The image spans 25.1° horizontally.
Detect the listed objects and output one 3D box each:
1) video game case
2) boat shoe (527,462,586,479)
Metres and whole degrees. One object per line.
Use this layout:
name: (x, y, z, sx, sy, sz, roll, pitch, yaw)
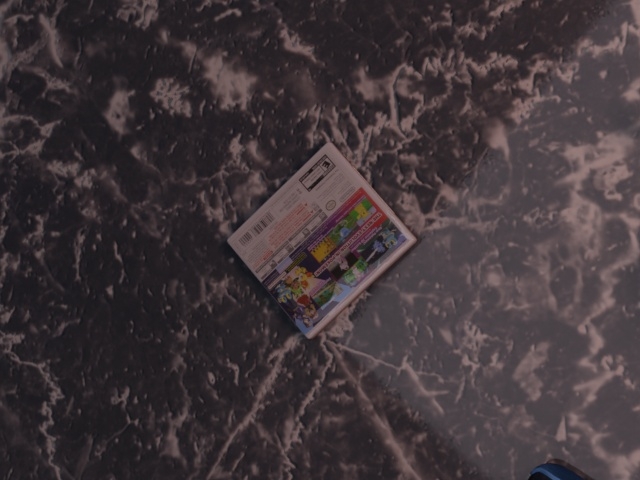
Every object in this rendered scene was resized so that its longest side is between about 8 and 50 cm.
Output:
video game case: (0.000, 0.000, 1.945, 0.201, 0.023, 0.183, -43, 75, 11)
boat shoe: (0.359, 0.377, 1.772, 0.258, 0.109, 0.089, 38, 107, 34)
